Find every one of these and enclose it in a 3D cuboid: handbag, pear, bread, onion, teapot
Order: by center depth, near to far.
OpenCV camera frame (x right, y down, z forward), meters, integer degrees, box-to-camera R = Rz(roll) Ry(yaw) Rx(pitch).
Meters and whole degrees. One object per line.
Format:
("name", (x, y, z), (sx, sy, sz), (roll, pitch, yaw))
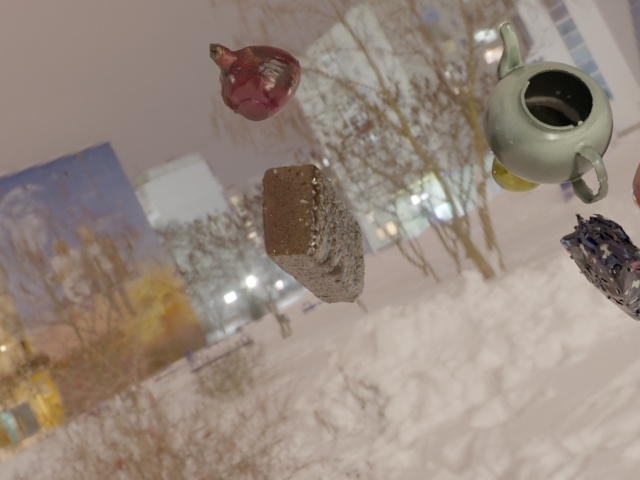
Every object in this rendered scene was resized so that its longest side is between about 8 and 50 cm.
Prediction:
("teapot", (0.344, -0.182, 1.435), (0.193, 0.294, 0.129), (-25, -22, -10))
("handbag", (0.527, 0.046, 1.692), (0.113, 0.162, 0.260), (-51, -41, 5))
("bread", (0.000, 0.000, 1.740), (0.113, 0.165, 0.416), (-3, -15, 13))
("onion", (-0.143, -0.313, 1.882), (0.198, 0.135, 0.173), (16, -24, -37))
("pear", (0.428, -0.163, 1.988), (0.141, 0.104, 0.141), (-38, -36, -35))

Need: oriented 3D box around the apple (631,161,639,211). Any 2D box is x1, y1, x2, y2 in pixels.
("apple", (0.833, -0.111, 1.915), (0.364, 0.363, 0.364), (-27, -2, -1))
